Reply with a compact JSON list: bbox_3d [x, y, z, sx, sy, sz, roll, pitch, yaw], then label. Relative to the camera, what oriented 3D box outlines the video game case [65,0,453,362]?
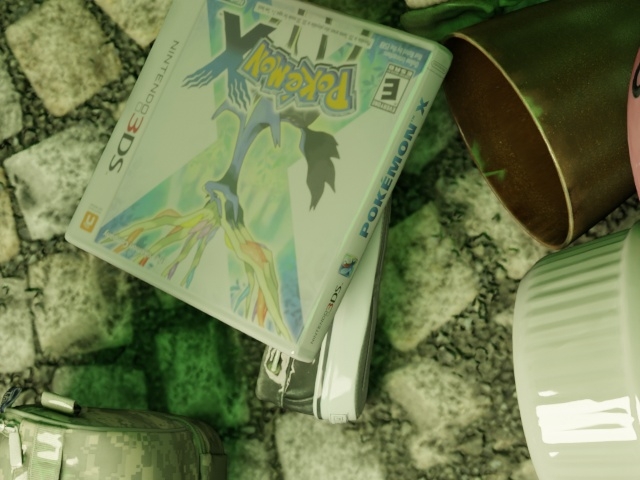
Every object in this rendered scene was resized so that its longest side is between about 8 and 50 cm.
[{"bbox_3d":[-0.067,-0.082,1.550,0.329,0.036,0.300,24,89,39],"label":"video game case"}]

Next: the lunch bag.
[{"bbox_3d":[-0.213,0.288,1.500,0.212,0.256,0.305,4,85,10],"label":"lunch bag"}]

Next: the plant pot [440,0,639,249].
[{"bbox_3d":[0.259,-0.140,1.504,0.230,0.215,0.215,-29,80,-11],"label":"plant pot"}]

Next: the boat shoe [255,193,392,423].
[{"bbox_3d":[0.000,0.000,1.560,0.119,0.121,0.335,7,88,6],"label":"boat shoe"}]

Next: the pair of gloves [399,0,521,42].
[{"bbox_3d":[0.186,-0.230,1.509,0.240,0.204,0.042,-14,82,7],"label":"pair of gloves"}]

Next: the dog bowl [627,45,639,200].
[{"bbox_3d":[0.427,-0.082,1.391,0.408,0.150,0.408,9,73,-30],"label":"dog bowl"}]

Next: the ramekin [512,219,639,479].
[{"bbox_3d":[0.256,0.121,1.441,0.127,0.273,0.273,-10,83,22],"label":"ramekin"}]
